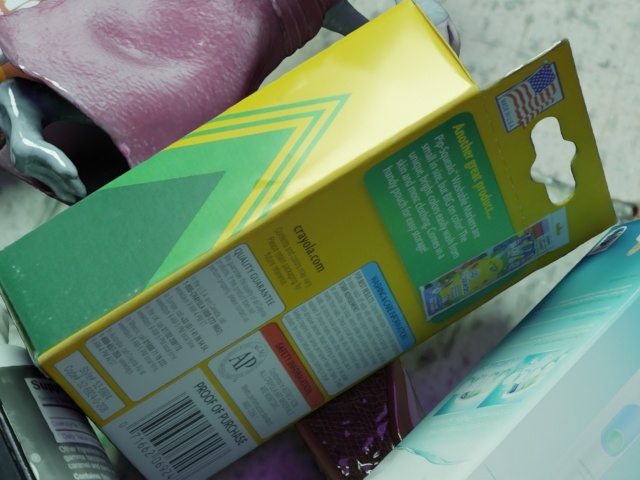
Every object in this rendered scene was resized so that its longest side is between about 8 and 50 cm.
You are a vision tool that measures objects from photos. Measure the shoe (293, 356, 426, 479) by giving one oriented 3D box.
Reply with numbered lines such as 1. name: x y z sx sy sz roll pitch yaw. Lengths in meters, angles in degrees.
1. shoe: 0.031 0.124 1.138 0.076 0.058 0.219 -23 60 3

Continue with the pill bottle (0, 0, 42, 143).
1. pill bottle: -0.222 -0.124 1.208 0.216 0.121 0.121 -35 69 -23

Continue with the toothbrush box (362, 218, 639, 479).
1. toothbrush box: 0.174 0.151 1.046 0.295 0.126 0.216 -44 100 -27

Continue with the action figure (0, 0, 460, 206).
1. action figure: -0.056 -0.154 1.163 0.276 0.248 0.370 34 74 -2

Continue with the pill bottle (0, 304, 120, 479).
1. pill bottle: -0.186 0.159 1.027 0.162 0.162 0.278 -24 66 -19

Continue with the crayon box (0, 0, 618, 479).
1. crayon box: 0.000 0.000 1.059 0.323 0.203 0.083 -31 57 -2

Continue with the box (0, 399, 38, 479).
1. box: -0.246 0.223 0.829 0.318 0.097 0.395 -26 104 -10
